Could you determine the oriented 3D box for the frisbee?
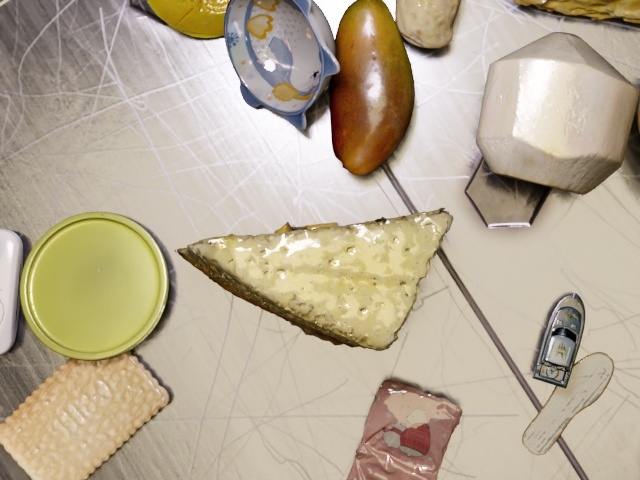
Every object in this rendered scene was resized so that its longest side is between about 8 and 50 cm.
[{"bbox_3d":[-0.348,0.070,1.852,0.236,0.017,0.236,-1,79,7],"label":"frisbee"}]

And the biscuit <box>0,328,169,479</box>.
[{"bbox_3d":[-0.369,0.271,1.858,0.249,0.030,0.160,-44,85,2],"label":"biscuit"}]

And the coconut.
[{"bbox_3d":[0.339,-0.187,1.725,0.241,0.241,0.241,0,88,5],"label":"coconut"}]

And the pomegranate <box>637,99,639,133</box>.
[{"bbox_3d":[0.586,-0.164,1.681,0.281,0.281,0.281,0,88,5],"label":"pomegranate"}]

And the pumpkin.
[{"bbox_3d":[-0.161,-0.423,1.809,0.217,0.217,0.110,-6,52,5],"label":"pumpkin"}]

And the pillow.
[{"bbox_3d":[0.114,0.340,1.809,0.135,0.049,0.248,19,94,6],"label":"pillow"}]

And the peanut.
[{"bbox_3d":[0.153,-0.416,1.795,0.123,0.123,0.257,2,92,5],"label":"peanut"}]

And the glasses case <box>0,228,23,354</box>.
[{"bbox_3d":[-0.506,0.080,1.865,0.076,0.049,0.197,5,89,4],"label":"glasses case"}]

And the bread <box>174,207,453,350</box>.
[{"bbox_3d":[0.000,0.000,1.730,0.315,0.248,0.279,36,86,-8],"label":"bread"}]

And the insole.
[{"bbox_3d":[0.373,0.245,1.810,0.064,0.004,0.188,39,91,6],"label":"insole"}]

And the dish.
[{"bbox_3d":[-0.038,-0.286,1.791,0.086,0.236,0.228,-32,98,-37],"label":"dish"}]

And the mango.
[{"bbox_3d":[0.077,-0.230,1.791,0.133,0.111,0.268,1,89,43],"label":"mango"}]

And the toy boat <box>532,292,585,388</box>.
[{"bbox_3d":[0.360,0.145,1.790,0.055,0.060,0.141,17,87,6],"label":"toy boat"}]

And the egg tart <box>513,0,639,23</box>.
[{"bbox_3d":[0.445,-0.488,1.755,0.351,0.153,0.340,17,87,4],"label":"egg tart"}]
